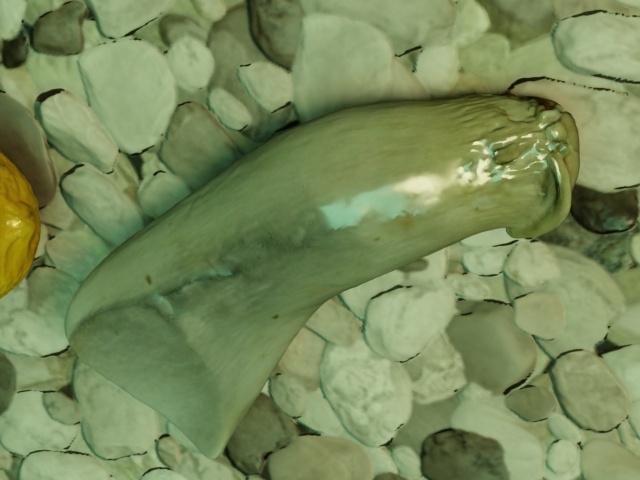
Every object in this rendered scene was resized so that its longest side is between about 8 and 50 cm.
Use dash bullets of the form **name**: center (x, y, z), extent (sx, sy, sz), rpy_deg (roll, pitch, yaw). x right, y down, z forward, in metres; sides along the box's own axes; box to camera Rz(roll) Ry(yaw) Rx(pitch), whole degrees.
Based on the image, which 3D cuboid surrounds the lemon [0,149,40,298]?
- **lemon**: center (-0.304, -0.012, 1.181), extent (0.187, 0.142, 0.142), rpy_deg (8, 118, 20)

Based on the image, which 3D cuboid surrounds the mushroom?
- **mushroom**: center (0.001, 0.000, 1.098), extent (0.397, 0.126, 0.177), rpy_deg (-35, 111, 29)
